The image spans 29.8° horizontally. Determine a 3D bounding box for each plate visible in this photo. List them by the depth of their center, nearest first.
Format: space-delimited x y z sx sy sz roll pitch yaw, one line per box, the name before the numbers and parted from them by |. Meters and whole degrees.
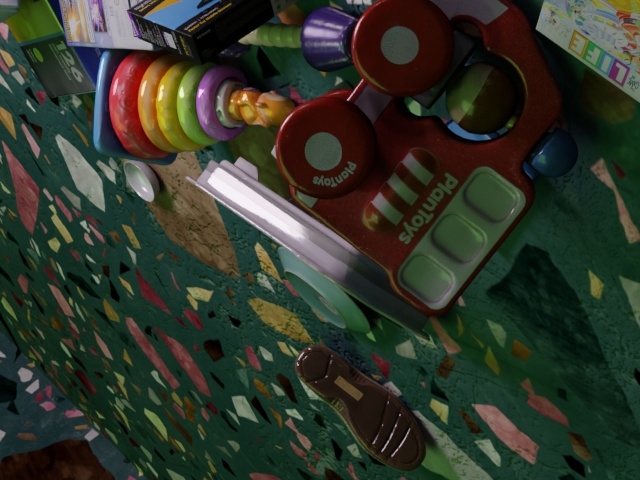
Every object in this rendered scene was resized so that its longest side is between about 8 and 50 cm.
plate | -0.001 0.082 1.813 0.188 0.024 0.188 41 166 12

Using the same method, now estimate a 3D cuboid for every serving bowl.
serving bowl | -0.311 -0.110 2.123 0.083 0.027 0.083 39 151 27

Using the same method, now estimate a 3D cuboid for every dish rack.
dish rack | 0.000 0.000 1.610 0.333 0.072 0.285 33 -179 34

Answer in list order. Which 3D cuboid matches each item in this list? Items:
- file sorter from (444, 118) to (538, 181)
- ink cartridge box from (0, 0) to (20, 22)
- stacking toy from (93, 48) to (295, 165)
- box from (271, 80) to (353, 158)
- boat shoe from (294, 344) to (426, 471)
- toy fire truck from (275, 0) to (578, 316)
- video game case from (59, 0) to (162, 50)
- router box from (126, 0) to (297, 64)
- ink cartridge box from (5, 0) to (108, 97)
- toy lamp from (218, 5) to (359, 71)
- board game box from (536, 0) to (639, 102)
file sorter | 0.150 -0.045 1.383 0.118 0.104 0.170 45 152 15
ink cartridge box | -0.565 -0.478 1.852 0.211 0.122 0.289 -6 91 58
stacking toy | -0.160 -0.189 1.676 0.302 0.175 0.165 5 89 36
box | 0.010 -0.125 1.512 0.087 0.102 0.101 50 153 9
boat shoe | 0.070 0.264 1.926 0.257 0.095 0.095 46 176 11
toy fire truck | 0.117 -0.106 1.224 0.254 0.302 0.169 38 -166 1
video game case | -0.288 -0.397 1.629 0.244 0.061 0.269 13 117 50
router box | -0.122 -0.286 1.440 0.133 0.179 0.046 27 146 41
ink cartridge box | -0.442 -0.382 1.962 0.307 0.072 0.303 6 126 59
toy lamp | -0.037 -0.248 1.468 0.275 0.080 0.080 14 134 53
board game box | 0.273 -0.193 1.094 0.154 0.026 0.103 41 151 23
